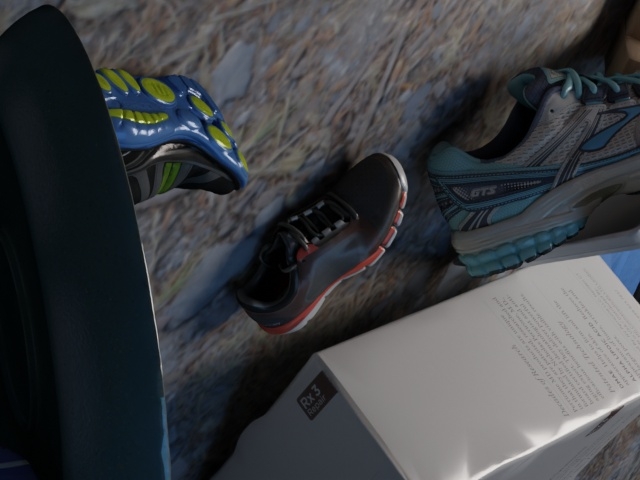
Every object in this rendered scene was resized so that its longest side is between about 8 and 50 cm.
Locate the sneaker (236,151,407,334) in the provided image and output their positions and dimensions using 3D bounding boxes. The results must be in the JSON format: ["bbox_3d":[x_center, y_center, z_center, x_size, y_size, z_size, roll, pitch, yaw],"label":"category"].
[{"bbox_3d":[0.000,0.000,1.348,0.158,0.061,0.065,-52,148,4],"label":"sneaker"}]

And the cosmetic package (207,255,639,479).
[{"bbox_3d":[0.106,0.158,1.569,0.385,0.156,0.217,-22,157,-46],"label":"cosmetic package"}]

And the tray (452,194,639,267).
[{"bbox_3d":[0.226,-0.022,1.520,0.145,0.030,0.270,-38,-169,-24],"label":"tray"}]

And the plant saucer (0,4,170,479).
[{"bbox_3d":[-0.137,0.043,0.943,0.043,0.318,0.318,-8,139,-17],"label":"plant saucer"}]

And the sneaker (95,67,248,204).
[{"bbox_3d":[-0.106,-0.055,1.116,0.078,0.067,0.188,-36,161,22],"label":"sneaker"}]

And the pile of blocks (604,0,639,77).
[{"bbox_3d":[0.380,-0.176,1.607,0.362,0.149,0.113,-17,139,-47],"label":"pile of blocks"}]

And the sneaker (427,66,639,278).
[{"bbox_3d":[0.210,-0.089,1.443,0.283,0.122,0.110,-32,-171,-5],"label":"sneaker"}]

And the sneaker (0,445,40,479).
[{"bbox_3d":[-0.233,0.160,0.989,0.127,0.182,0.315,12,140,-18],"label":"sneaker"}]

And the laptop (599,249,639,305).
[{"bbox_3d":[0.392,0.064,1.864,0.236,0.408,0.382,-72,180,-51],"label":"laptop"}]
